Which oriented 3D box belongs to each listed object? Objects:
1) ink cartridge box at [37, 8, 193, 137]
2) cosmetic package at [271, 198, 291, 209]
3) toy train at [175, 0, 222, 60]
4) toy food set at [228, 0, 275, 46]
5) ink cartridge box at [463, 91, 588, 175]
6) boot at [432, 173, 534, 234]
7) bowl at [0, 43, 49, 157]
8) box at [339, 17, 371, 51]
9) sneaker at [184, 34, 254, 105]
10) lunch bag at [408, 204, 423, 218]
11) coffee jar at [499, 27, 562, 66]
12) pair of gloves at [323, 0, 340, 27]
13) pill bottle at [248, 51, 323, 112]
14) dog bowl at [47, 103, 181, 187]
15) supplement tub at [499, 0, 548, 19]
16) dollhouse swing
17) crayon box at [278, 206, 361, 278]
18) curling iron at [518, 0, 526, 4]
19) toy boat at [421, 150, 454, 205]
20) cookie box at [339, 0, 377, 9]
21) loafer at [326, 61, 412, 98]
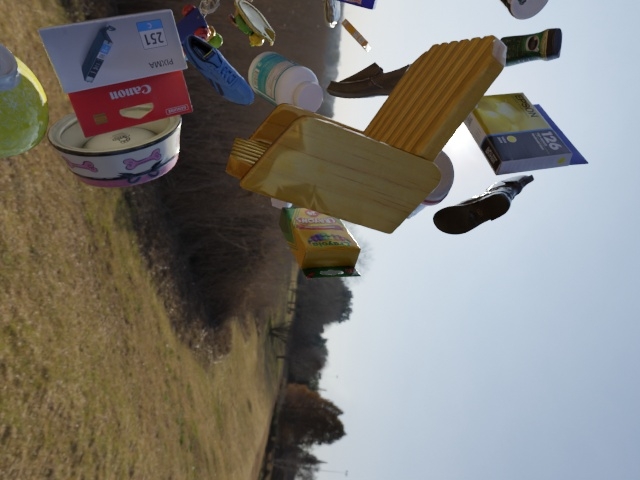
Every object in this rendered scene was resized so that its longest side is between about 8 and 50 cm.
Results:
[{"bbox_3d":[-0.484,-0.410,1.043,0.066,0.296,0.261,41,-34,48],"label":"ink cartridge box"},{"bbox_3d":[-0.132,-0.359,1.924,0.377,0.097,0.284,93,20,-55],"label":"cosmetic package"},{"bbox_3d":[-0.340,-0.628,1.250,0.105,0.248,0.143,62,16,9],"label":"toy train"},{"bbox_3d":[-0.237,-0.708,1.361,0.071,0.217,0.128,-39,167,34],"label":"toy food set"},{"bbox_3d":[0.622,-0.342,1.288,0.072,0.307,0.303,90,-12,-54],"label":"ink cartridge box"},{"bbox_3d":[0.495,-0.114,1.270,0.229,0.263,0.091,-35,102,-46],"label":"boot"},{"bbox_3d":[-0.729,-0.337,0.890,0.156,0.289,0.289,-36,-145,36],"label":"bowl"},{"bbox_3d":[0.127,-0.756,1.530,0.028,0.136,0.081,-41,180,19],"label":"box"},{"bbox_3d":[-0.250,-0.419,1.036,0.069,0.209,0.082,-50,-165,-7],"label":"sneaker"},{"bbox_3d":[0.234,-0.223,1.328,0.303,0.115,0.243,58,7,12],"label":"lunch bag"},{"bbox_3d":[0.687,-0.631,1.371,0.079,0.184,0.096,-3,99,-51],"label":"coffee jar"},{"bbox_3d":[0.028,-0.796,1.296,0.204,0.042,0.240,-77,164,-53],"label":"pair of gloves"},{"bbox_3d":[-0.104,-0.481,1.300,0.264,0.146,0.146,43,-41,38],"label":"pill bottle"},{"bbox_3d":[-0.667,-0.326,1.410,0.408,0.408,0.150,-87,178,-51],"label":"dog bowl"},{"bbox_3d":[0.570,-0.733,1.206,0.117,0.117,0.190,99,-12,-51],"label":"supplement tub"},{"bbox_3d":[0.048,-0.223,0.681,0.347,0.315,0.304,-110,-140,-67],"label":"dollhouse swing"},{"bbox_3d":[0.000,0.000,1.421,0.318,0.202,0.081,-122,-141,-47],"label":"crayon box"},{"bbox_3d":[0.473,-0.687,0.985,0.274,0.035,0.068,52,25,-47],"label":"curling iron"},{"bbox_3d":[0.216,-0.166,1.061,0.151,0.231,0.151,-61,173,-22],"label":"toy boat"},{"bbox_3d":[0.077,-0.520,0.815,0.040,0.092,0.107,-57,165,-56],"label":"cookie box"},{"bbox_3d":[0.203,-0.624,1.629,0.134,0.366,0.130,-57,146,-68],"label":"loafer"}]
